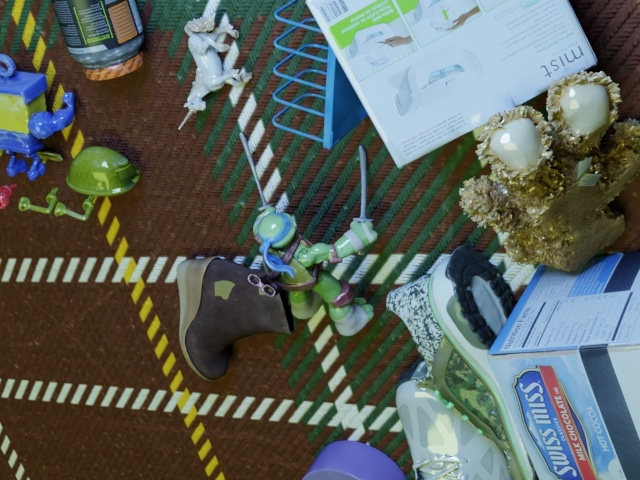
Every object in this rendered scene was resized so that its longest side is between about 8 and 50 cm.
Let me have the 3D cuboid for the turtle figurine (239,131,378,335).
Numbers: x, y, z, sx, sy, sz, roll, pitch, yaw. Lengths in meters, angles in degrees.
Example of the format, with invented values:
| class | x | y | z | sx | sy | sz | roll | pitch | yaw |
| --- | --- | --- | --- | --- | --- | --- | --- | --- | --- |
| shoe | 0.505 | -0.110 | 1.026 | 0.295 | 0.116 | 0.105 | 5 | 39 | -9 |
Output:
| class | x | y | z | sx | sy | sz | roll | pitch | yaw |
| --- | --- | --- | --- | --- | --- | --- | --- | --- | --- |
| turtle figurine | 0.000 | 0.000 | 1.588 | 0.197 | 0.275 | 0.266 | -10 | 138 | 11 |

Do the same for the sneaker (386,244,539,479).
| class | x | y | z | sx | sy | sz | roll | pitch | yaw |
| --- | --- | --- | --- | --- | --- | --- | --- | --- | --- |
| sneaker | 0.231 | 0.206 | 1.572 | 0.182 | 0.158 | 0.410 | -16 | 104 | 41 |

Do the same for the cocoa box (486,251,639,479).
| class | x | y | z | sx | sy | sz | roll | pitch | yaw |
| --- | --- | --- | --- | --- | --- | --- | --- | --- | --- |
| cocoa box | 0.410 | 0.218 | 1.404 | 0.228 | 0.231 | 0.347 | -10 | 115 | 36 |

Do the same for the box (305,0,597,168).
| class | x | y | z | sx | sy | sz | roll | pitch | yaw |
| --- | --- | --- | --- | --- | --- | --- | --- | --- | --- |
| box | 0.151 | -0.252 | 1.236 | 0.262 | 0.127 | 0.231 | -28 | 107 | 11 |

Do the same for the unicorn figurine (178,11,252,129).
| class | x | y | z | sx | sy | sz | roll | pitch | yaw |
| --- | --- | --- | --- | --- | --- | --- | --- | --- | --- |
| unicorn figurine | -0.160 | -0.251 | 1.546 | 0.111 | 0.060 | 0.162 | -1 | 104 | 32 |

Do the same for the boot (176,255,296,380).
| class | x | y | z | sx | sy | sz | roll | pitch | yaw |
| --- | --- | --- | --- | --- | --- | --- | --- | --- | --- |
| boot | -0.138 | 0.146 | 1.776 | 0.207 | 0.090 | 0.248 | 8 | 121 | 29 |

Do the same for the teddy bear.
| class | x | y | z | sx | sy | sz | roll | pitch | yaw |
| --- | --- | --- | --- | --- | --- | --- | --- | --- | --- |
| teddy bear | 0.284 | -0.086 | 1.289 | 0.245 | 0.338 | 0.113 | -44 | 56 | 12 |

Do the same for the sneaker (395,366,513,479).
| class | x | y | z | sx | sy | sz | roll | pitch | yaw |
| --- | --- | --- | --- | --- | --- | --- | --- | --- | --- |
| sneaker | 0.222 | 0.430 | 1.646 | 0.169 | 0.257 | 0.447 | -17 | 111 | 38 |

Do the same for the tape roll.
| class | x | y | z | sx | sy | sz | roll | pitch | yaw |
| --- | --- | --- | --- | --- | --- | --- | --- | --- | --- |
| tape roll | 0.062 | 0.455 | 1.880 | 0.189 | 0.080 | 0.189 | 16 | 129 | 21 |

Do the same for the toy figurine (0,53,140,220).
| class | x | y | z | sx | sy | sz | roll | pitch | yaw |
| --- | --- | --- | --- | --- | --- | --- | --- | --- | --- |
| toy figurine | -0.486 | -0.187 | 1.698 | 0.362 | 0.191 | 0.217 | 11 | 121 | 23 |

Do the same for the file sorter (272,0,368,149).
| class | x | y | z | sx | sy | sz | roll | pitch | yaw |
| --- | --- | --- | --- | --- | --- | --- | --- | --- | --- |
| file sorter | 0.002 | -0.234 | 1.415 | 0.104 | 0.118 | 0.170 | 20 | 129 | 23 |

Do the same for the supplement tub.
| class | x | y | z | sx | sy | sz | roll | pitch | yaw |
| --- | --- | --- | --- | --- | --- | --- | --- | --- | --- |
| supplement tub | -0.328 | -0.338 | 1.537 | 0.117 | 0.117 | 0.190 | 3 | 122 | 29 |
